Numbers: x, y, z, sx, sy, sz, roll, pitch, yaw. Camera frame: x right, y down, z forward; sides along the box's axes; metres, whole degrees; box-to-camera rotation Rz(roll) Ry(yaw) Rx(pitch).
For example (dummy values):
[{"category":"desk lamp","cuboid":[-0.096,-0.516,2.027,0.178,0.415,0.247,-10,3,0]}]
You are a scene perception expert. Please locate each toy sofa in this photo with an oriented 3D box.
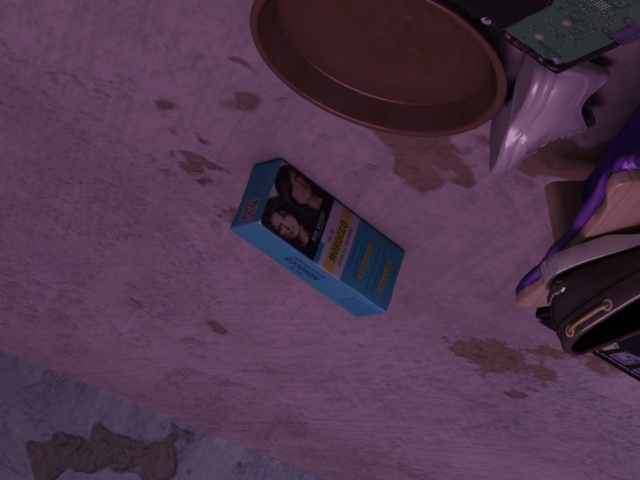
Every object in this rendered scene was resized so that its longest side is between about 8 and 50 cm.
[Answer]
[{"category":"toy sofa","cuboid":[0.306,-0.060,1.353,0.177,0.150,0.362,-2,158,-9]}]

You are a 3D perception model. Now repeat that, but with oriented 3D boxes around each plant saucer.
[{"category":"plant saucer","cuboid":[0.062,-0.200,1.436,0.278,0.041,0.278,17,155,8]}]

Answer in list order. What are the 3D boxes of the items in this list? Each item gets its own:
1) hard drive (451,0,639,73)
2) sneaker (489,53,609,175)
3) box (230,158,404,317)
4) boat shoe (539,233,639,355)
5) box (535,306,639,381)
[{"category":"hard drive","cuboid":[0.161,-0.282,1.161,0.339,0.064,0.237,31,153,-22]},{"category":"sneaker","cuboid":[0.235,-0.123,1.436,0.094,0.080,0.212,6,158,-8]},{"category":"box","cuboid":[0.000,0.000,1.827,0.244,0.100,0.060,36,150,-32]},{"category":"boat shoe","cuboid":[0.345,0.025,1.248,0.305,0.091,0.109,-21,155,31]},{"category":"box","cuboid":[0.513,0.115,1.687,0.395,0.097,0.318,31,150,-26]}]
